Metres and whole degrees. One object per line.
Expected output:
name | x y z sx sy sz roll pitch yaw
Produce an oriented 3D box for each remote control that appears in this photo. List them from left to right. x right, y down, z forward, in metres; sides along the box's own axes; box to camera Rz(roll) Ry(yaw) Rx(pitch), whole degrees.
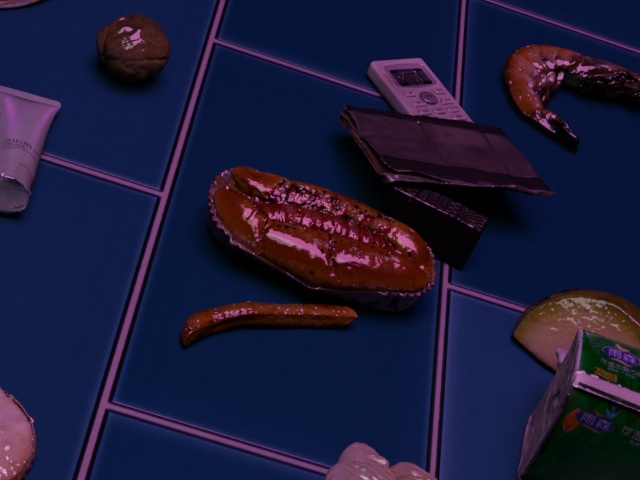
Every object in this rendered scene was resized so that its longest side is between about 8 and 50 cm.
remote control | 0.140 -0.167 2.075 0.087 0.029 0.190 -8 48 -32

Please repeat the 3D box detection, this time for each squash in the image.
squash | 0.336 0.096 1.819 0.192 0.085 0.184 38 41 16

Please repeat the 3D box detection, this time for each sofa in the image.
sofa | 0.128 -0.022 1.874 0.118 0.060 0.039 27 30 6

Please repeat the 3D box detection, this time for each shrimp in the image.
shrimp | 0.375 -0.183 2.203 0.262 0.051 0.198 11 47 -10

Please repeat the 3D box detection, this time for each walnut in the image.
walnut | -0.223 -0.229 1.930 0.092 0.092 0.092 14 39 -11

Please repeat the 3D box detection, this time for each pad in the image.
pad | 0.150 -0.108 1.945 0.233 0.022 0.174 5 29 -23

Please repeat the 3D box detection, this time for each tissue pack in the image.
tissue pack | 0.330 0.186 1.659 0.209 0.148 0.156 21 38 -2

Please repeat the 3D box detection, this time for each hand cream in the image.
hand cream | -0.328 -0.106 1.758 0.078 0.050 0.205 13 35 -12

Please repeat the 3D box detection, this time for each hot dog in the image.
hot dog | 0.000 0.000 1.773 0.268 0.075 0.144 20 35 -7

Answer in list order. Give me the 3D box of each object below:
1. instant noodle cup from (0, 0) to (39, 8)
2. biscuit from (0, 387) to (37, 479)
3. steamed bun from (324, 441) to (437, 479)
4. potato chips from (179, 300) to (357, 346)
instant noodle cup | -0.415 -0.456 1.991 0.296 0.214 0.296 13 39 -11
biscuit | -0.328 0.174 1.450 0.152 0.020 0.152 13 39 -11
steamed bun | 0.087 0.324 1.353 0.268 0.207 0.280 26 11 4
potato chips | -0.056 0.083 1.688 0.204 0.026 0.037 -3 48 -31
